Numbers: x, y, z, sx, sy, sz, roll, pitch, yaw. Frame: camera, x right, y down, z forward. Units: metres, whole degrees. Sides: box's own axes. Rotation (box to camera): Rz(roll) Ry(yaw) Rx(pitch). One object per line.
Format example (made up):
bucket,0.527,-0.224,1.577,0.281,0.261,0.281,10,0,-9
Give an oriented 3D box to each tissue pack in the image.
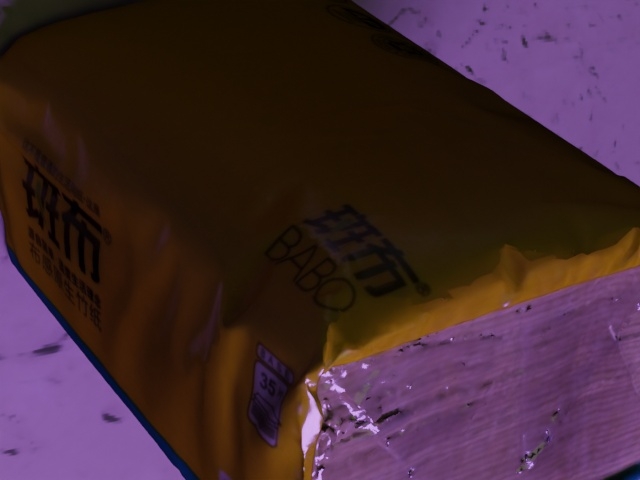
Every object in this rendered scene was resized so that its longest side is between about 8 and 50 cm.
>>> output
tissue pack,0.000,0.000,0.679,0.192,0.271,0.134,-15,126,-31
